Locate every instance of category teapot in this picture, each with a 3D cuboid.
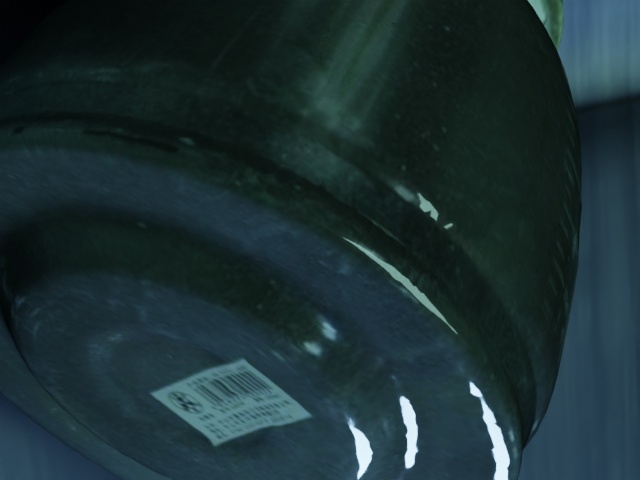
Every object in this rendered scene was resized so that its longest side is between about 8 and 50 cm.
[{"bbox_3d":[0.016,-0.003,0.757,0.321,0.239,0.239,55,48,-35],"label":"teapot"}]
